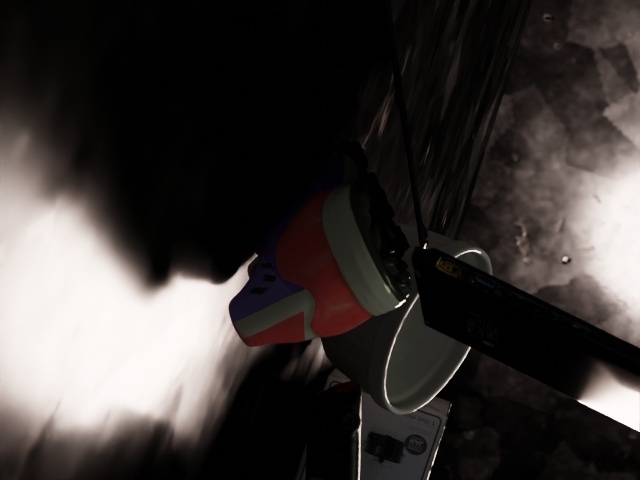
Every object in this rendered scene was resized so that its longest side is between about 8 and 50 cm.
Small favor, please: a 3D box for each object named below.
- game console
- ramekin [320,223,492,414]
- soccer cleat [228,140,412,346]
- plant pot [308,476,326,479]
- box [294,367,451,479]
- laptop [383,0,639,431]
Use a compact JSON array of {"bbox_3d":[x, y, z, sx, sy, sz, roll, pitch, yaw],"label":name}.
[{"bbox_3d":[0.018,0.352,1.265,0.342,0.060,0.387,120,-28,-80],"label":"game console"},{"bbox_3d":[0.091,0.080,1.295,0.207,0.109,0.207,-36,140,-37],"label":"ramekin"},{"bbox_3d":[0.000,0.000,0.885,0.109,0.116,0.318,63,8,-10],"label":"soccer cleat"},{"bbox_3d":[-0.070,0.306,0.993,0.237,0.109,0.237,19,90,-79],"label":"plant pot"},{"bbox_3d":[0.050,0.330,1.536,0.087,0.169,0.290,-29,136,-79],"label":"box"},{"bbox_3d":[0.181,-0.029,0.942,0.236,0.407,0.382,-63,169,-6],"label":"laptop"}]
